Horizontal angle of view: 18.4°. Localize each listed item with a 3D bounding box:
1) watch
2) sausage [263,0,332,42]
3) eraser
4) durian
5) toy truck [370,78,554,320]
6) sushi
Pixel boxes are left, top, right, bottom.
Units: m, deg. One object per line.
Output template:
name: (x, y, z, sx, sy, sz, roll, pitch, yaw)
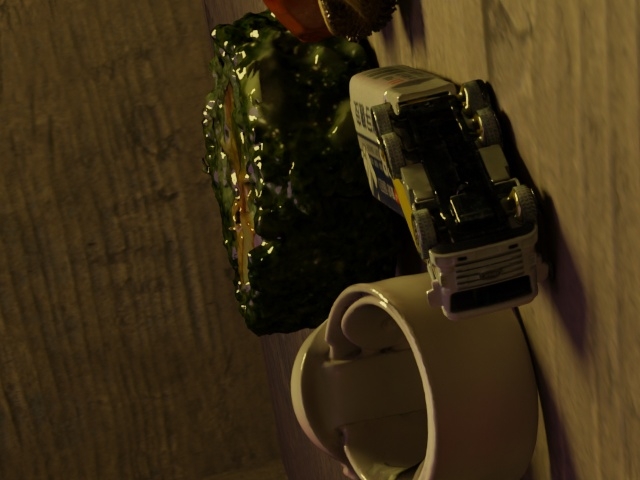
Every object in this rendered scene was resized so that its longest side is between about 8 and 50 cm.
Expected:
watch: (0.108, 0.146, 1.718, 0.231, 0.196, 0.244, -22, 80, 62)
sausage: (-0.014, -0.315, 1.930, 0.133, 0.133, 0.258, -111, 7, -53)
eraser: (0.083, -0.088, 1.773, 0.210, 0.068, 0.124, -136, 34, -77)
durian: (0.040, -0.227, 1.836, 0.140, 0.071, 0.110, 83, -159, -66)
toy truck: (0.108, -0.034, 1.546, 0.227, 0.098, 0.114, -107, 4, -51)
sushi: (-0.022, -0.088, 2.158, 0.294, 0.178, 0.352, 100, 160, -59)
